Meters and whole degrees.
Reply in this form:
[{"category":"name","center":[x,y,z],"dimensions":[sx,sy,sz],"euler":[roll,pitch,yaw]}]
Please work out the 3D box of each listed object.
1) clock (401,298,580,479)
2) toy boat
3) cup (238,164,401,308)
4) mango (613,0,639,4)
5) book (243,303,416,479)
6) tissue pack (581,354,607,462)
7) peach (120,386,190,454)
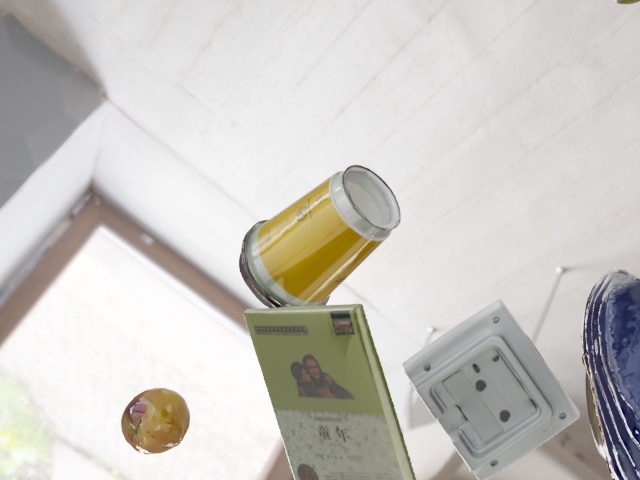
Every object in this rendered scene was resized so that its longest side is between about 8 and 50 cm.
[{"category":"clock","center":[0.309,0.278,1.765],"dimensions":[0.231,0.116,0.262],"euler":[-35,90,7]},{"category":"toy boat","center":[0.247,0.174,0.744],"dimensions":[0.071,0.219,0.318],"euler":[-8,123,9]},{"category":"cup","center":[0.000,0.000,1.677],"dimensions":[0.196,0.196,0.279],"euler":[42,125,-14]},{"category":"mango","center":[0.408,-0.384,1.187],"dimensions":[0.120,0.152,0.221],"euler":[31,170,12]},{"category":"book","center":[0.014,0.269,1.548],"dimensions":[0.239,0.035,0.352],"euler":[-6,108,39]},{"category":"tissue pack","center":[0.598,0.245,1.497],"dimensions":[0.387,0.267,0.277],"euler":[6,165,-29]},{"category":"peach","center":[-0.323,0.354,1.918],"dimensions":[0.138,0.138,0.138],"euler":[20,143,16]}]
